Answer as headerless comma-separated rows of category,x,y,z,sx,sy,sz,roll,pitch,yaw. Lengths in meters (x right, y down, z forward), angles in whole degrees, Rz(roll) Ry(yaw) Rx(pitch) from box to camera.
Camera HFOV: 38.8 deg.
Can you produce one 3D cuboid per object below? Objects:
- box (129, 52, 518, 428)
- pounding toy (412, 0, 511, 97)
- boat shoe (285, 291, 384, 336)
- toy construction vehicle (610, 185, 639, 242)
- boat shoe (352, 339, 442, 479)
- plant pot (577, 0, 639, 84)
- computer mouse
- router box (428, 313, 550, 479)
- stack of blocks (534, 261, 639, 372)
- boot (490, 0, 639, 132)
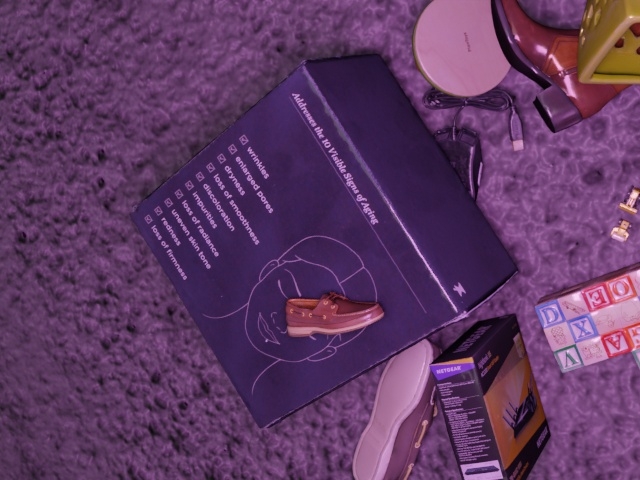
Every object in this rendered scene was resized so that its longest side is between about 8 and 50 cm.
box,0.000,0.000,1.626,0.472,0.297,0.480,-35,85,33
pounding toy,0.241,-0.362,1.603,0.183,0.110,0.237,12,87,-12
boat shoe,0.016,0.114,1.441,0.178,0.064,0.060,-9,100,34
toy construction vehicle,0.552,-0.033,1.572,0.086,0.035,0.098,29,108,15
boat shoe,0.165,0.335,1.751,0.116,0.097,0.324,39,112,56
plant pot,0.522,-0.374,1.373,0.228,0.227,0.207,1,75,-3
computer mouse,0.281,-0.151,1.640,0.184,0.060,0.262,2,100,29
router box,0.301,0.281,1.573,0.081,0.309,0.243,-16,93,26
stack of blocks,0.546,0.135,1.571,0.297,0.087,0.171,-23,90,23
boot,0.449,-0.353,1.498,0.280,0.096,0.264,-30,82,5
